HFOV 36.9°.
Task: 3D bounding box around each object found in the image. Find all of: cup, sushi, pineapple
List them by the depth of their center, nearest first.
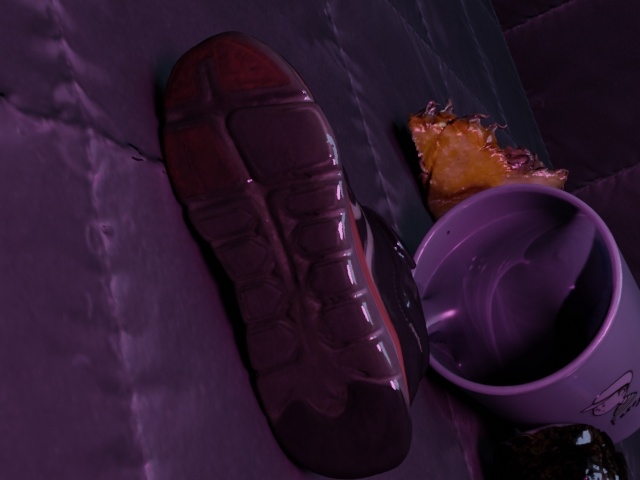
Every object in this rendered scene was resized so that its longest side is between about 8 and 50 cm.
[{"bbox_3d":[0.252,0.268,0.958,0.225,0.124,0.127,47,28,-55],"label":"sushi"},{"bbox_3d":[0.240,0.096,0.989,0.312,0.205,0.206,39,34,-52],"label":"cup"},{"bbox_3d":[0.208,-0.086,1.180,0.250,0.164,0.140,56,15,-20],"label":"pineapple"}]

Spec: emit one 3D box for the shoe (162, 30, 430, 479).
[{"bbox_3d":[0.000,0.000,0.622,0.137,0.114,0.291,-25,95,-64],"label":"shoe"}]
